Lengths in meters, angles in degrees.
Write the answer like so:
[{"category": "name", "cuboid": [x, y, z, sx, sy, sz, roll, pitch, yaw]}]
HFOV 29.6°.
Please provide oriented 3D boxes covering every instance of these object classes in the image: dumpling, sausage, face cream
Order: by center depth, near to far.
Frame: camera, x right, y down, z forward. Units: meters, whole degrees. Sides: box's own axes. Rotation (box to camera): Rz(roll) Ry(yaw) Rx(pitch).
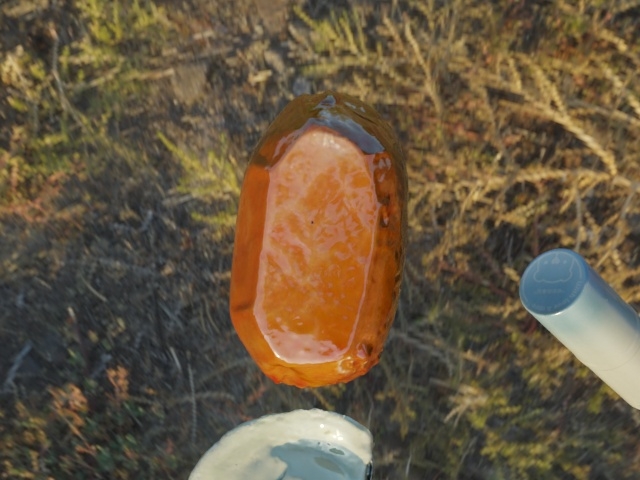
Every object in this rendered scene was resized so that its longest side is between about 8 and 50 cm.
[{"category": "sausage", "cuboid": [0.000, 0.000, 1.076, 0.153, 0.141, 0.268, 5, 102, -1]}, {"category": "face cream", "cuboid": [0.294, 0.096, 1.252, 0.077, 0.250, 0.077, -20, 51, 28]}, {"category": "dumpling", "cuboid": [-0.050, 0.318, 1.436, 0.227, 0.175, 0.243, 17, 77, 1]}]
